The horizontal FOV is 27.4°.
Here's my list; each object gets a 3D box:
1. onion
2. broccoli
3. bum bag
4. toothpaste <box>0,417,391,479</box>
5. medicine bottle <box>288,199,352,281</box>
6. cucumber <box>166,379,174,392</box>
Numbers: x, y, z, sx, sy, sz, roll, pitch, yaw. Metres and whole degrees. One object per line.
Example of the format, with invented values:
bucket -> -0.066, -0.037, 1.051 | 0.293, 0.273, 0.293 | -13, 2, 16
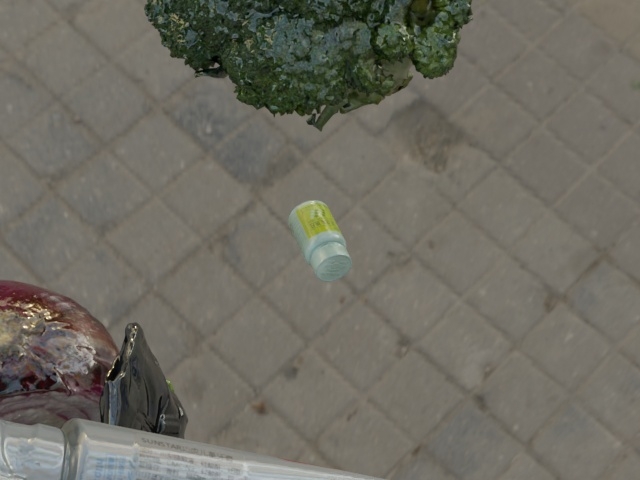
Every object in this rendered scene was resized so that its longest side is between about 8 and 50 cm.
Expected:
onion -> -0.445, 0.184, 1.837 | 0.337, 0.282, 0.260 | -14, 52, -12
broccoli -> -0.004, -0.230, 1.242 | 0.304, 0.283, 0.321 | -30, 53, 3
bum bag -> -0.182, 0.191, 1.388 | 0.074, 0.310, 0.137 | 0, 64, 2
toothpaste -> -0.056, 0.130, 0.622 | 0.234, 0.089, 0.057 | 19, 20, -25
medicine bottle -> 0.000, 0.000, 1.378 | 0.047, 0.047, 0.083 | -16, 49, -13
cucumber -> -0.245, 0.280, 1.917 | 0.039, 0.039, 0.168 | 25, 104, 6
